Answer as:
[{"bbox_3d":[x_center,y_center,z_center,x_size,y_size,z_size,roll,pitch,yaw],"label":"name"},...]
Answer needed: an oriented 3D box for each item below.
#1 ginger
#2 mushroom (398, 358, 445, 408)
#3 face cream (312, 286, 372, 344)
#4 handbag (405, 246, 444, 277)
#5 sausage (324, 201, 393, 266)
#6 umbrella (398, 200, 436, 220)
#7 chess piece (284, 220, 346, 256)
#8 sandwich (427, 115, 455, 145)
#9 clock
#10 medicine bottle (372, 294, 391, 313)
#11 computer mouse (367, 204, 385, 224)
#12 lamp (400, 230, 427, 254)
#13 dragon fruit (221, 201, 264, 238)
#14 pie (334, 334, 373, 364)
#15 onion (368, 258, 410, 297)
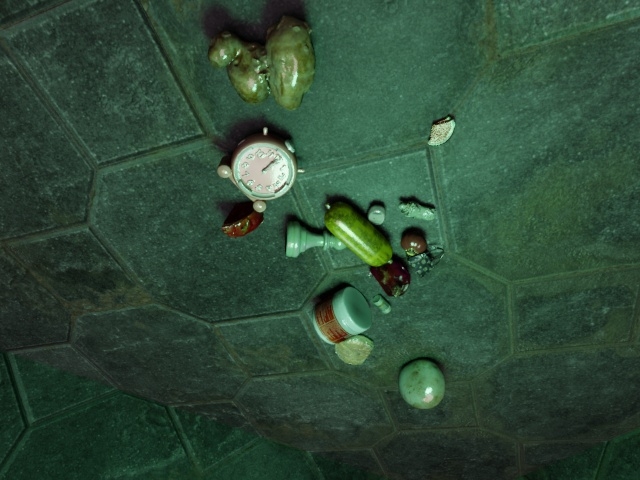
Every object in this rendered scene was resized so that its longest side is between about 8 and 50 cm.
[{"bbox_3d":[-0.160,-0.491,1.165,0.304,0.155,0.245,-2,131,9],"label":"ginger"},{"bbox_3d":[0.522,0.717,2.056,0.243,0.244,0.244,4,130,5],"label":"mushroom"},{"bbox_3d":[0.091,0.326,1.783,0.187,0.201,0.201,-33,118,29],"label":"face cream"},{"bbox_3d":[0.417,0.069,1.610,0.139,0.072,0.115,-29,119,23],"label":"handbag"},{"bbox_3d":[0.140,-0.022,1.530,0.347,0.123,0.123,41,124,-18],"label":"sausage"},{"bbox_3d":[0.345,-0.107,1.479,0.143,0.062,0.067,17,162,-15],"label":"umbrella"},{"bbox_3d":[0.000,0.000,1.590,0.271,0.139,0.139,3,131,-9],"label":"chess piece"},{"bbox_3d":[0.383,-0.345,1.298,0.069,0.026,0.101,11,127,4],"label":"sandwich"},{"bbox_3d":[-0.186,-0.256,1.390,0.241,0.142,0.227,-35,119,20],"label":"clock"},{"bbox_3d":[0.273,0.282,1.822,0.047,0.047,0.083,-30,120,28],"label":"medicine bottle"},{"bbox_3d":[0.207,-0.098,1.519,0.066,0.039,0.096,5,148,4],"label":"computer mouse"},{"bbox_3d":[0.352,0.010,1.557,0.101,0.090,0.101,16,164,5],"label":"lamp"},{"bbox_3d":[-0.285,-0.059,1.551,0.127,0.161,0.121,1,129,22],"label":"dragon fruit"},{"bbox_3d":[0.161,0.543,2.053,0.185,0.052,0.218,17,132,-9],"label":"pie"},{"bbox_3d":[0.293,0.149,1.622,0.135,0.198,0.173,-44,113,1],"label":"onion"}]
